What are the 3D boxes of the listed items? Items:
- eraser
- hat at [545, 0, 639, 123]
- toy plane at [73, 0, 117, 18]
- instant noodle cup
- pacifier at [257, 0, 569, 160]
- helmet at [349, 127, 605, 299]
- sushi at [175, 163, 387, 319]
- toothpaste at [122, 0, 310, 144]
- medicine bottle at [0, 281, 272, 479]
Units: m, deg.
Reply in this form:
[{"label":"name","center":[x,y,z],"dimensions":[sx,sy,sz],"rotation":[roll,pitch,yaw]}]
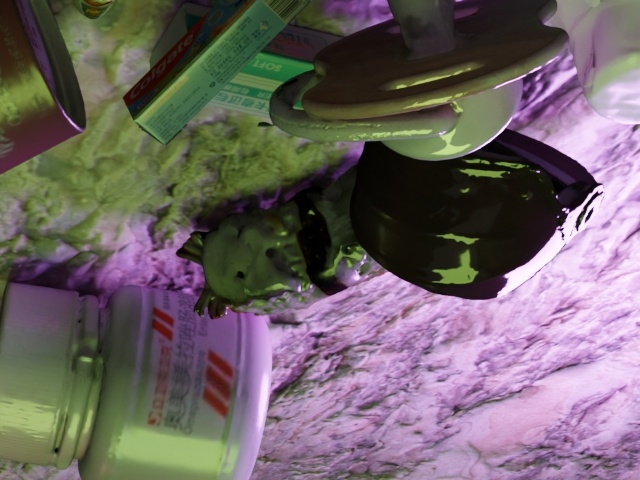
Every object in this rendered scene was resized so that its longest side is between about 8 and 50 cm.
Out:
[{"label":"eraser","center":[-0.051,-0.168,1.599],"dimensions":[0.225,0.052,0.095],"rotation":[10,143,-25]},{"label":"hat","center":[0.310,-0.191,1.557],"dimensions":[0.203,0.126,0.203],"rotation":[-3,154,-2]},{"label":"toy plane","center":[-0.172,-0.291,1.330],"dimensions":[0.092,0.108,0.286],"rotation":[4,135,-15]},{"label":"instant noodle cup","center":[-0.324,-0.149,1.423],"dimensions":[0.178,0.235,0.235],"rotation":[-21,148,3]},{"label":"pacifier","center":[0.094,-0.188,1.424],"dimensions":[0.220,0.332,0.273],"rotation":[21,111,-3]},{"label":"helmet","center":[0.150,-0.033,1.641],"dimensions":[0.305,0.225,0.177],"rotation":[10,107,-57]},{"label":"sushi","center":[0.000,0.000,1.826],"dimensions":[0.332,0.124,0.130],"rotation":[-22,157,21]},{"label":"toothpaste","center":[-0.100,-0.180,1.490],"dimensions":[0.193,0.070,0.044],"rotation":[-43,126,9]},{"label":"medicine bottle","center":[-0.239,0.179,1.948],"dimensions":[0.324,0.256,0.256],"rotation":[12,146,-12]}]
